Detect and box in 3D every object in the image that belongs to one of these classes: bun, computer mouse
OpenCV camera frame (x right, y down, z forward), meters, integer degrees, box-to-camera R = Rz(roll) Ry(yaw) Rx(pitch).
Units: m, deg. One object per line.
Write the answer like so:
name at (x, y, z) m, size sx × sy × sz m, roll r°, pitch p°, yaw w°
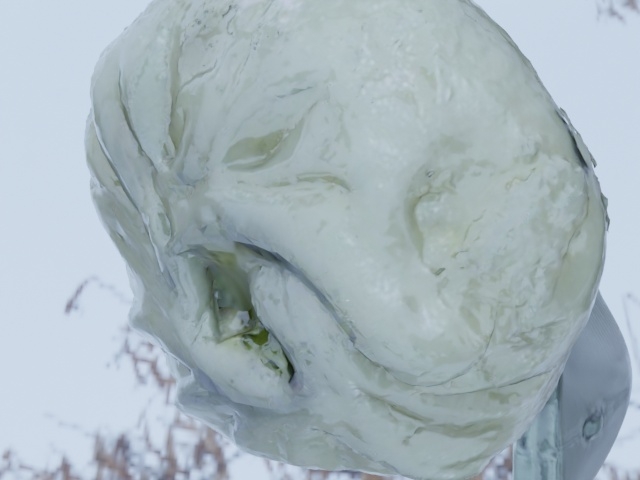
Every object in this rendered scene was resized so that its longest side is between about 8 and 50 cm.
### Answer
bun at (0.000, 0.000, 1.084) m, size 0.359 × 0.211 × 0.360 m, roll 30°, pitch -39°, yaw 28°
computer mouse at (0.231, 0.139, 1.603) m, size 0.095 × 0.331 × 0.197 m, roll -1°, pitch -78°, yaw 13°
